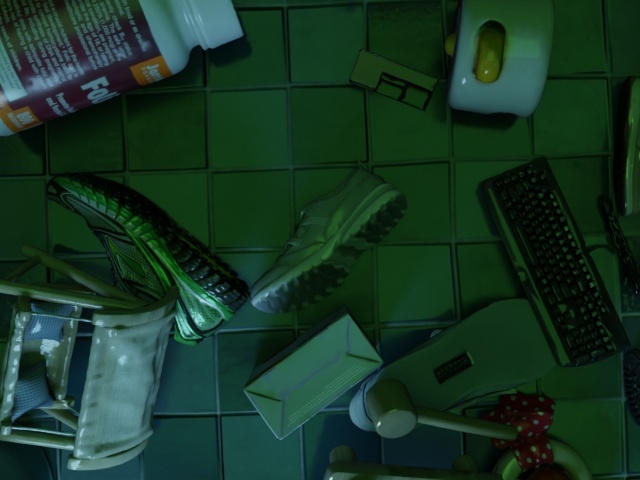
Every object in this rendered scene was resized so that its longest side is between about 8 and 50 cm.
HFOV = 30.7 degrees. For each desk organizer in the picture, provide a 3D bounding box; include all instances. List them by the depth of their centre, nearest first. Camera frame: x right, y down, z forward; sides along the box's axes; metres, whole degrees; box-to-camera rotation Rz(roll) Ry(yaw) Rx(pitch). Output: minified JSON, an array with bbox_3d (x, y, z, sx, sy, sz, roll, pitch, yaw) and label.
[{"bbox_3d":[0.111,-0.245,1.783,0.130,0.047,0.050,21,92,0],"label":"desk organizer"}]

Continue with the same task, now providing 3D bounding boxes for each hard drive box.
[{"bbox_3d":[-0.009,0.184,1.689,0.181,0.232,0.089,-36,89,-1],"label":"hard drive box"}]

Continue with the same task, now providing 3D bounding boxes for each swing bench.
[{"bbox_3d":[-0.356,0.173,1.668,0.254,0.165,0.253,16,112,8],"label":"swing bench"}]

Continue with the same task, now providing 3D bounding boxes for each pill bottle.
[{"bbox_3d":[-0.325,-0.318,1.694,0.392,0.224,0.224,-20,90,0],"label":"pill bottle"}]

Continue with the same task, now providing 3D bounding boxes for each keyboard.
[{"bbox_3d":[0.390,0.021,1.768,0.201,0.033,0.317,-21,83,-13],"label":"keyboard"}]

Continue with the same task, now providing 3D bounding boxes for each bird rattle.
[{"bbox_3d":[0.316,0.364,1.770,0.206,0.143,0.254,26,77,-12],"label":"bird rattle"}]

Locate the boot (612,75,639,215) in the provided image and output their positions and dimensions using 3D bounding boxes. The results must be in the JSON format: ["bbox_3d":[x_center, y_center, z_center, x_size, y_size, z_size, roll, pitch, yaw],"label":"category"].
[{"bbox_3d":[0.533,-0.137,1.771,0.165,0.077,0.213,6,87,-2],"label":"boot"}]

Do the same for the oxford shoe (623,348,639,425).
[{"bbox_3d":[0.536,0.260,1.778,0.096,0.083,0.227,-27,90,-19],"label":"oxford shoe"}]

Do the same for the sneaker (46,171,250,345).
[{"bbox_3d":[-0.279,0.024,1.740,0.343,0.134,0.146,40,97,3],"label":"sneaker"}]

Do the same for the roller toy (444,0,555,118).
[{"bbox_3d":[0.254,-0.277,1.710,0.146,0.191,0.209,7,57,1],"label":"roller toy"}]

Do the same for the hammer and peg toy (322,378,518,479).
[{"bbox_3d":[0.123,0.369,1.600,0.265,0.127,0.361,8,124,-15],"label":"hammer and peg toy"}]

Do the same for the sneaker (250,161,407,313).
[{"bbox_3d":[0.000,0.000,1.774,0.281,0.105,0.115,-40,57,4],"label":"sneaker"}]

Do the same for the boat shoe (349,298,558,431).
[{"bbox_3d":[0.197,0.199,1.744,0.367,0.156,0.136,-24,85,-29],"label":"boat shoe"}]

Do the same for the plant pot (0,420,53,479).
[{"bbox_3d":[-0.544,0.388,1.676,0.271,0.255,0.272,0,89,0],"label":"plant pot"}]
